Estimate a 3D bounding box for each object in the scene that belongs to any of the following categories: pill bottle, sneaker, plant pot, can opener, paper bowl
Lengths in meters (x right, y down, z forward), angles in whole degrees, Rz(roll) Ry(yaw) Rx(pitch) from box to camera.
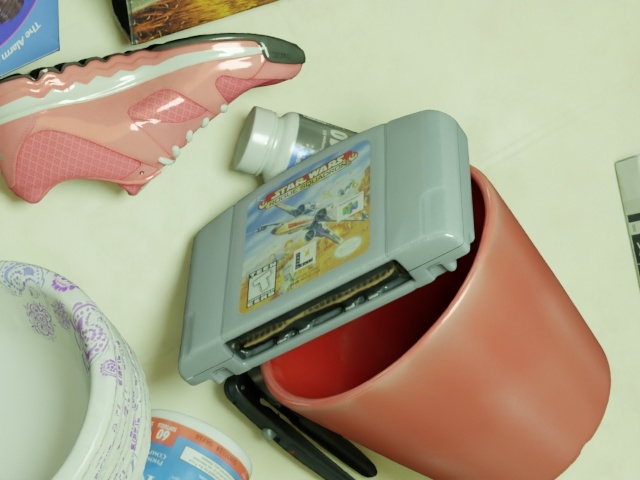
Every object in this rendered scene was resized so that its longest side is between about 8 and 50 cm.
[{"bbox_3d":[-0.010,-0.080,1.606,0.137,0.078,0.078,17,81,-14],"label":"pill bottle"},{"bbox_3d":[-0.158,0.273,1.484,0.124,0.124,0.221,32,61,-11],"label":"pill bottle"},{"bbox_3d":[-0.162,-0.116,1.565,0.314,0.116,0.136,-13,99,-10],"label":"sneaker"},{"bbox_3d":[0.123,0.101,1.532,0.243,0.275,0.275,41,75,-29],"label":"plant pot"},{"bbox_3d":[-0.019,0.185,1.594,0.186,0.073,0.059,47,67,-17],"label":"can opener"},{"bbox_3d":[-0.282,0.171,1.432,0.284,0.148,0.284,-10,58,16],"label":"paper bowl"}]

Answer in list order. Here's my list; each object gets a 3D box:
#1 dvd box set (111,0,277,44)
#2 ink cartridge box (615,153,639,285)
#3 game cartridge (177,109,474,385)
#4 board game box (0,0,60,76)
[{"bbox_3d":[-0.006,-0.369,1.536,0.420,0.307,0.062,-19,50,-17],"label":"dvd box set"},{"bbox_3d":[0.423,0.062,1.724,0.165,0.065,0.333,-10,87,-16],"label":"ink cartridge box"},{"bbox_3d":[0.000,0.000,1.490,0.062,0.297,0.198,45,29,-36],"label":"game cartridge"},{"bbox_3d":[-0.367,-0.216,1.369,0.347,0.078,0.233,-33,139,-43],"label":"board game box"}]
